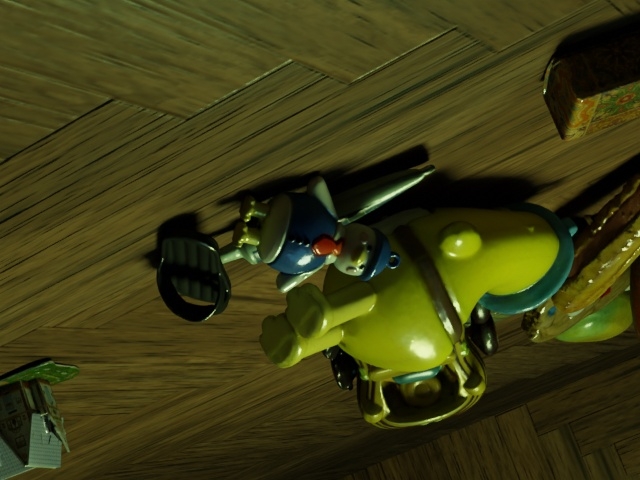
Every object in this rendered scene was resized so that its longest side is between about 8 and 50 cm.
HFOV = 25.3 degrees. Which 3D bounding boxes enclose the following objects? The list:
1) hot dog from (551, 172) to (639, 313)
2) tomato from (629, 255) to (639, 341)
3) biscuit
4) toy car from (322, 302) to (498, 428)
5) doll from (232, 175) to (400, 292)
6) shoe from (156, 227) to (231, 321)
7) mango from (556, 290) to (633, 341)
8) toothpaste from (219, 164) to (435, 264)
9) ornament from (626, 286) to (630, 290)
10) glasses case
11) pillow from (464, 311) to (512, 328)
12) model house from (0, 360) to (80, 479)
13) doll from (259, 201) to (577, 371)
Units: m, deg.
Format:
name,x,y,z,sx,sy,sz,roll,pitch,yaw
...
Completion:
name,x,y,z,sx,sy,sz,roll,pitch,yaw
hot dog,0.329,-0.020,1.496,0.088,0.061,0.286,-9,149,-40
tomato,0.496,0.034,1.637,0.304,0.239,0.303,-21,165,-6
biscuit,0.298,0.044,1.686,0.183,0.047,0.320,-50,152,8
toy car,0.108,0.139,1.618,0.200,0.142,0.248,-15,148,6
doll,0.000,0.000,1.137,0.143,0.098,0.057,16,-169,-22
shoe,-0.108,0.037,1.170,0.062,0.053,0.159,10,158,2
mango,0.377,0.100,2.002,0.130,0.091,0.195,-9,178,14
toothpaste,0.003,-0.022,1.180,0.197,0.034,0.057,-22,-178,3
ornament,0.374,0.051,1.891,0.156,0.081,0.075,-13,-156,-29
glasses case,0.280,-0.142,1.079,0.218,0.049,0.075,-19,159,-7
pillow,0.207,0.067,1.750,0.212,0.052,0.208,-29,158,24
model house,-0.315,0.193,1.427,0.167,0.088,0.117,-21,166,5
doll,0.117,0.034,1.335,0.363,0.145,0.199,-18,162,-36
